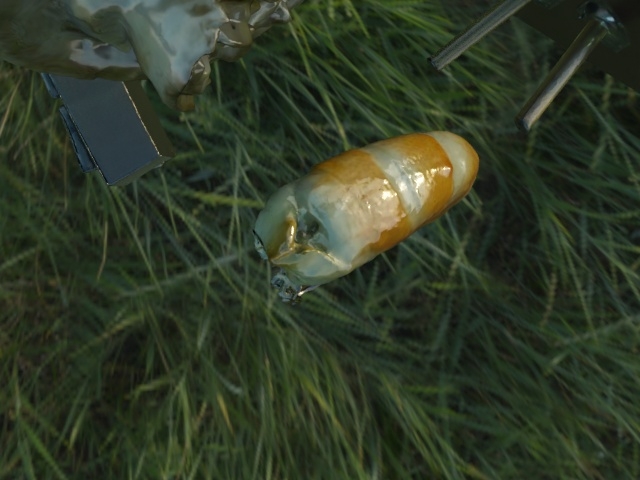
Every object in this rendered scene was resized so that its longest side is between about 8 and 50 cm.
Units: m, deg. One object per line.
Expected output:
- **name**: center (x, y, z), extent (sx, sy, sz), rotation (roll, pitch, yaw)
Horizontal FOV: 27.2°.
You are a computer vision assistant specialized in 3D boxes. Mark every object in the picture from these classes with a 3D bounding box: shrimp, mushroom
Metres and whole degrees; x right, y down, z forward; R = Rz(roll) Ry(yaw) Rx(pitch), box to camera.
- **shrimp**: center (0.000, 0.000, 0.644), extent (0.166, 0.161, 0.049), rotation (-36, 83, 46)
- **mushroom**: center (-0.085, -0.153, 0.679), extent (0.227, 0.226, 0.178), rotation (-16, 82, -3)

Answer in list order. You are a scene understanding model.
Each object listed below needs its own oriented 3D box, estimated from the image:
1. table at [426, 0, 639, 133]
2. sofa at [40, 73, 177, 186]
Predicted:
- **table**: center (0.095, -0.161, 0.607), extent (0.111, 0.121, 0.240), rotation (-38, 139, -12)
- **sofa**: center (-0.170, -0.112, 0.987), extent (0.060, 0.085, 0.147), rotation (-27, 93, 4)
